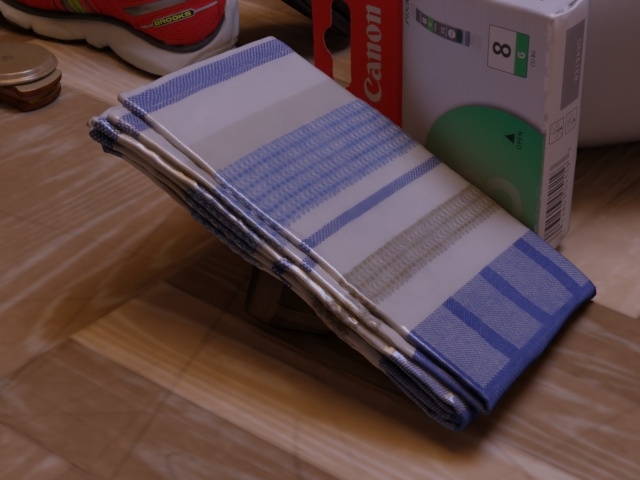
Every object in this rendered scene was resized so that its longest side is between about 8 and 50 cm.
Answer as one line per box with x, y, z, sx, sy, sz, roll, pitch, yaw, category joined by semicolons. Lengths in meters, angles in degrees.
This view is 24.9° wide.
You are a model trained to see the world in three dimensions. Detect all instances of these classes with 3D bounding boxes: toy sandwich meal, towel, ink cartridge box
-0.241;-0.129;1.132;0.085;0.029;0.085;-1;29;0;toy sandwich meal
0.020;-0.017;0.877;0.285;0.034;0.209;38;33;11;towel
0.069;-0.104;0.978;0.224;0.181;0.056;21;39;31;ink cartridge box

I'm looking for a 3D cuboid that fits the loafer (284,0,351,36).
-0.057;-0.275;1.184;0.302;0.095;0.109;32;3;-38;loafer

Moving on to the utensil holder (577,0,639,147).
0.274;-0.237;1.102;0.385;0.328;0.327;-9;33;-17;utensil holder

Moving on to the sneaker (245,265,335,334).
0.000;0.000;0.928;0.071;0.066;0.188;21;36;-5;sneaker

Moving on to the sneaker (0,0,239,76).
-0.181;-0.231;1.221;0.279;0.118;0.107;20;33;25;sneaker
